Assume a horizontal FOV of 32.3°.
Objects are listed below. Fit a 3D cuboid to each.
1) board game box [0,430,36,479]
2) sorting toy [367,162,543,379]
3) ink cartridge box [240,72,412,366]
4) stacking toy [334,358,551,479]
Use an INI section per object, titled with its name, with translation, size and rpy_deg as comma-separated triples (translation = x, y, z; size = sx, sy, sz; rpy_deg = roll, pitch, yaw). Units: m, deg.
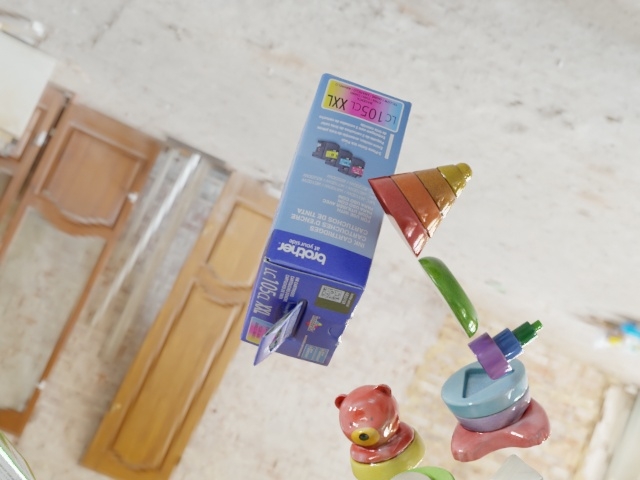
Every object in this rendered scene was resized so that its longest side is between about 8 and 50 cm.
[board game box]
translation = -0.454, 0.251, 1.025
size = 0.064, 0.317, 0.242
rpy_deg = 45, 163, 45
[sorting toy]
translation = 0.202, 0.030, 1.486
size = 0.365, 0.126, 0.127
rpy_deg = 56, -178, -28
[ink cartridge box]
translation = 0.000, 0.000, 1.605
size = 0.151, 0.395, 0.270
rpy_deg = 16, 148, -3
[stacking toy]
translation = 0.170, 0.274, 1.588
size = 0.279, 0.309, 0.130
rpy_deg = -90, -22, -71
